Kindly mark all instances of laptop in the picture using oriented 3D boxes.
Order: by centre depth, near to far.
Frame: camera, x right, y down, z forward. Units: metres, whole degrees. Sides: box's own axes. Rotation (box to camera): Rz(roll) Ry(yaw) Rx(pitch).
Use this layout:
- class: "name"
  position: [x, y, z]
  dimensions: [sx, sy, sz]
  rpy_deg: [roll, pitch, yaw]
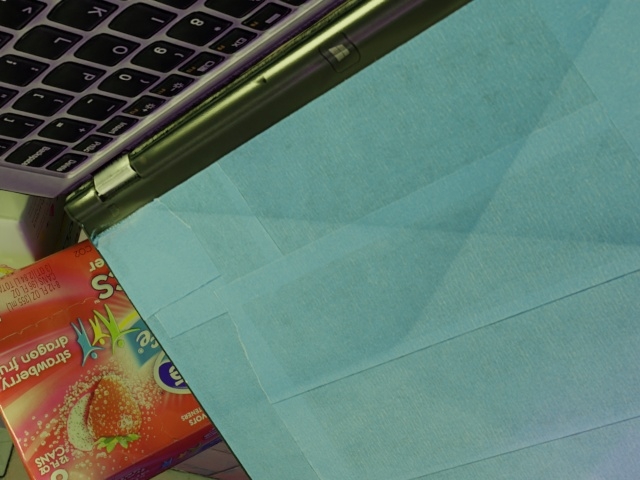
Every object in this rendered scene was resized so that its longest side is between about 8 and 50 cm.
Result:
- class: "laptop"
  position: [-0.019, 0.000, 0.336]
  dimensions: [0.408, 0.236, 0.382]
  rpy_deg: [10, 152, -45]

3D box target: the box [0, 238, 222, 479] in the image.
- class: "box"
  position: [-0.069, 0.051, 0.626]
  dimensions: [0.257, 0.128, 0.122]
  rpy_deg: [-26, 167, -17]

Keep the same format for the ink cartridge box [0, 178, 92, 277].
- class: "ink cartridge box"
  position: [-0.207, -0.051, 0.611]
  dimensions: [0.127, 0.128, 0.176]
  rpy_deg: [13, 161, -4]
